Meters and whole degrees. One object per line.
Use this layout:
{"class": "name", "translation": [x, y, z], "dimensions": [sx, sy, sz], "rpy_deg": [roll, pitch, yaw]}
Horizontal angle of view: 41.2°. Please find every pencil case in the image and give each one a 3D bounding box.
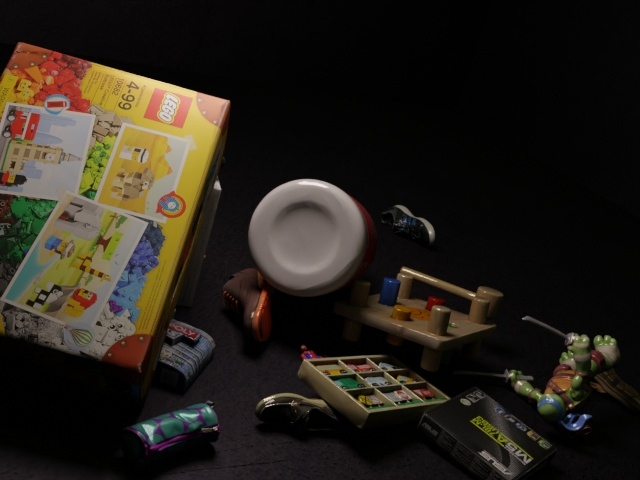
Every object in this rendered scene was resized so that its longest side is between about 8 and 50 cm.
{"class": "pencil case", "translation": [-0.219, 0.287, 1.258], "dimensions": [0.070, 0.064, 0.152], "rpy_deg": [2, 8, 41]}

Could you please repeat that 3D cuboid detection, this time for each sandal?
{"class": "sandal", "translation": [0.620, 0.311, 1.851], "dimensions": [0.072, 0.049, 0.180], "rpy_deg": [-14, 51, -44]}

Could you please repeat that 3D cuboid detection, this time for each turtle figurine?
{"class": "turtle figurine", "translation": [0.469, 0.238, 1.704], "dimensions": [0.275, 0.197, 0.266], "rpy_deg": [35, 29, 29]}

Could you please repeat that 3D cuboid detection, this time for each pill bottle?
{"class": "pill bottle", "translation": [0.000, 0.000, 1.800], "dimensions": [0.229, 0.229, 0.408], "rpy_deg": [20, 2, 9]}

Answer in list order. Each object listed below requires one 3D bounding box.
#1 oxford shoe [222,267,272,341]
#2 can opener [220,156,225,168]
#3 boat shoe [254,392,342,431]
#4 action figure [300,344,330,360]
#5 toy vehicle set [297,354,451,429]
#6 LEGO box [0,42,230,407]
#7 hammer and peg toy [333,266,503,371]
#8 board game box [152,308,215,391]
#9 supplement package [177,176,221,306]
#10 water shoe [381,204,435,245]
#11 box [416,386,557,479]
{"class": "oxford shoe", "translation": [-0.146, 0.129, 1.689], "dimensions": [0.098, 0.096, 0.271], "rpy_deg": [-2, 16, -2]}
{"class": "can opener", "translation": [-0.250, -0.180, 1.669], "dimensions": [0.059, 0.073, 0.186], "rpy_deg": [-11, 26, -36]}
{"class": "boat shoe", "translation": [-0.032, 0.288, 1.406], "dimensions": [0.152, 0.056, 0.049], "rpy_deg": [6, 19, -26]}
{"class": "action figure", "translation": [-0.004, 0.231, 1.605], "dimensions": [0.038, 0.030, 0.115], "rpy_deg": [-7, 29, -36]}
{"class": "toy vehicle set", "translation": [0.103, 0.266, 1.525], "dimensions": [0.166, 0.035, 0.267], "rpy_deg": [34, 17, 36]}
{"class": "LEGO box", "translation": [-0.393, -0.030, 1.380], "dimensions": [0.373, 0.193, 0.500], "rpy_deg": [15, 61, -4]}
{"class": "hammer and peg toy", "translation": [0.218, 0.156, 1.768], "dimensions": [0.266, 0.127, 0.361], "rpy_deg": [17, 12, 32]}
{"class": "board game box", "translation": [-0.287, 0.168, 1.506], "dimensions": [0.194, 0.060, 0.194], "rpy_deg": [19, 22, 6]}
{"class": "supplement package", "translation": [-0.307, -0.035, 1.707], "dimensions": [0.145, 0.261, 0.204], "rpy_deg": [10, 23, -17]}
{"class": "water shoe", "translation": [0.244, -0.032, 2.399], "dimensions": [0.080, 0.072, 0.203], "rpy_deg": [-19, 32, -22]}
{"class": "box", "translation": [0.294, 0.349, 1.497], "dimensions": [0.191, 0.045, 0.184], "rpy_deg": [37, 26, 30]}
